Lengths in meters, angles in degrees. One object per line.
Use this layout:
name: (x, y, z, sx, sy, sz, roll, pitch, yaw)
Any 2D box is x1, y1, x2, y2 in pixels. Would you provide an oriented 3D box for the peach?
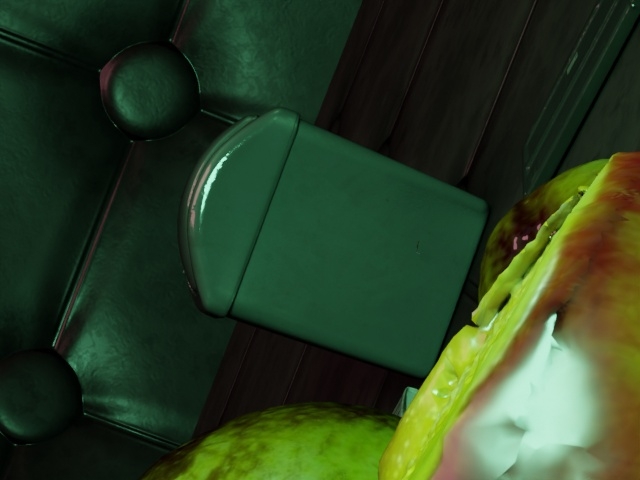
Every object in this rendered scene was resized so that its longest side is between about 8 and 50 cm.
peach: (0.098, 0.114, 0.619, 0.248, 0.245, 0.274, -27, -7, -28)

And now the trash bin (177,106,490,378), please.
trash bin: (0.000, 0.000, 1.560, 0.101, 0.236, 0.177, 160, 130, -80)

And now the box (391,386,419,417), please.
box: (0.042, 0.212, 1.464, 0.115, 0.036, 0.177, -83, 17, -60)

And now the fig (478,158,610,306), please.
fig: (0.140, 0.028, 0.965, 0.136, 0.120, 0.153, -65, 7, -8)

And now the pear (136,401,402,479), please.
pear: (-0.003, 0.208, 0.982, 0.283, 0.283, 0.284, -159, 90, -82)

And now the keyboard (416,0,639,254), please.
keyboard: (0.180, -0.113, 1.399, 0.381, 0.041, 0.103, -57, 12, 29)
